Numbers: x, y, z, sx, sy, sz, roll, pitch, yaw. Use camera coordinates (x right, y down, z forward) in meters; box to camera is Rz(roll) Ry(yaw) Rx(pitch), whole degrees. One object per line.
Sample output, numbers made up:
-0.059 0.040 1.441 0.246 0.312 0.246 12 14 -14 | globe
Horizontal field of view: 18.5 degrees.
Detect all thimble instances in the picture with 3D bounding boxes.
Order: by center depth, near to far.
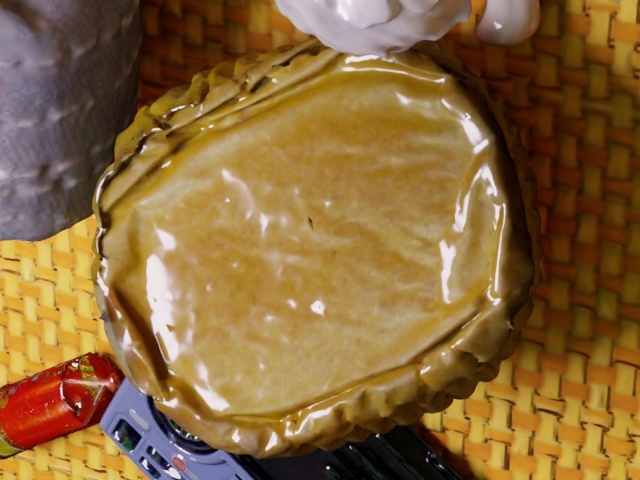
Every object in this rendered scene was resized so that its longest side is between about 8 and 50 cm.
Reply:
-0.207 -0.121 1.163 0.205 0.236 0.172 6 123 -4 | thimble

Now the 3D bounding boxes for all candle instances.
-0.188 0.114 1.383 0.130 0.052 0.052 -24 100 36 | candle

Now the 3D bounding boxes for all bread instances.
0.000 0.000 1.114 0.253 0.142 0.227 -19 95 13 | bread

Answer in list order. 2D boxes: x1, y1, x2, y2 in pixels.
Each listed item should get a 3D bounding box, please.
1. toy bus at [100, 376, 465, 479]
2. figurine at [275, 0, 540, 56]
0.003 0.167 1.250 0.292 0.125 0.133 44 137 7 | toy bus
0.045 -0.154 1.003 0.162 0.237 0.141 6 109 25 | figurine
